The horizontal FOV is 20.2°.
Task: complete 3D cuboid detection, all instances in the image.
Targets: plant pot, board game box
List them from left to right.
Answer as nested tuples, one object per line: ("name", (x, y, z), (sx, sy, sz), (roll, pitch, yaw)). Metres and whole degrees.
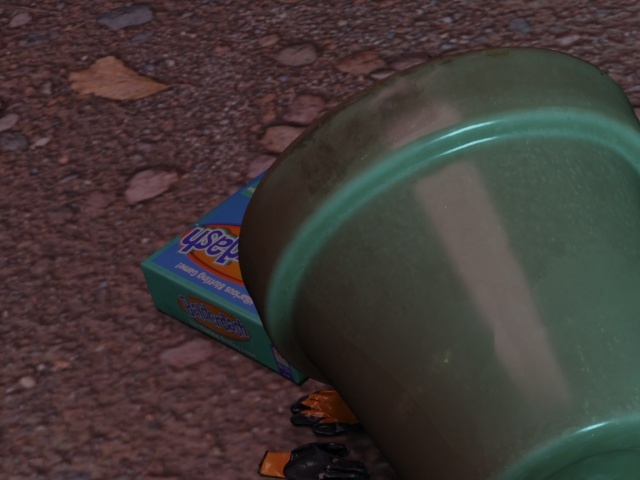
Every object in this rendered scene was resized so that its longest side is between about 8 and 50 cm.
("board game box", (0.000, 0.000, 1.298), (0.210, 0.047, 0.160), (-39, 42, -28))
("plant pot", (0.108, 0.055, 1.038), (0.263, 0.263, 0.229), (-19, 52, -5))

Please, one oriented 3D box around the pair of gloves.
("pair of gloves", (0.005, 0.126, 1.157), (0.074, 0.010, 0.083), (3, 40, 24))
